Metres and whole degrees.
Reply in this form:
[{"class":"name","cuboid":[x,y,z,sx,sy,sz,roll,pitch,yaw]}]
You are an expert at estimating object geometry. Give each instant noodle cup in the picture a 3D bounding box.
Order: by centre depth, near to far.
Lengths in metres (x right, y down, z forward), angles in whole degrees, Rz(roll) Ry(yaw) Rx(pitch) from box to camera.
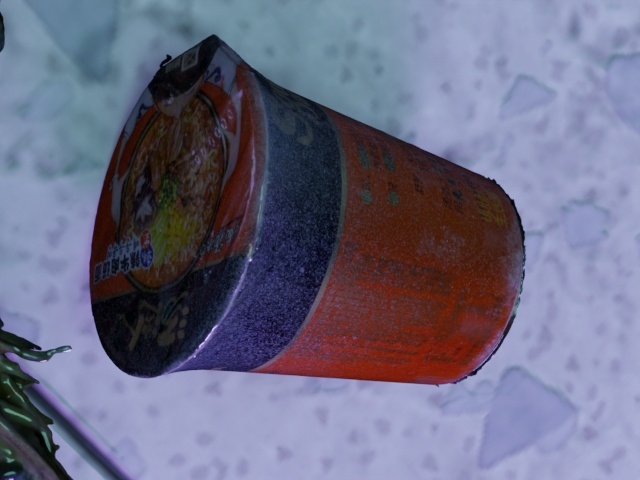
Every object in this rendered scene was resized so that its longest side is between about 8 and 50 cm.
[{"class":"instant noodle cup","cuboid":[-0.001,0.002,0.631,0.136,0.127,0.127,14,94,-32]}]

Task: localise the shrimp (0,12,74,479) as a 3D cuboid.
[{"class":"shrimp","cuboid":[-0.153,-0.024,0.595,0.169,0.058,0.296,-48,109,-11]}]
